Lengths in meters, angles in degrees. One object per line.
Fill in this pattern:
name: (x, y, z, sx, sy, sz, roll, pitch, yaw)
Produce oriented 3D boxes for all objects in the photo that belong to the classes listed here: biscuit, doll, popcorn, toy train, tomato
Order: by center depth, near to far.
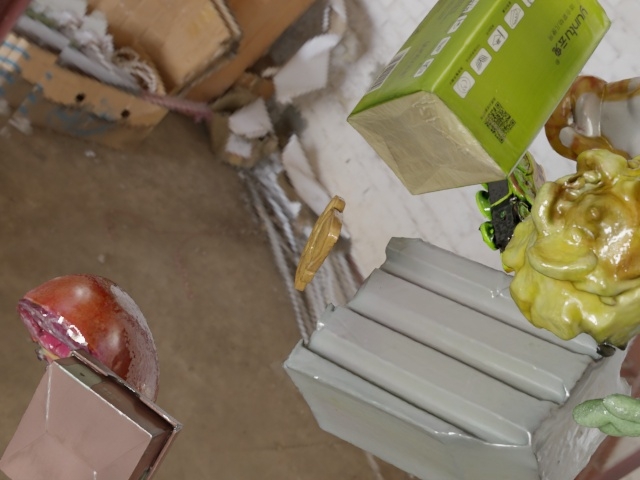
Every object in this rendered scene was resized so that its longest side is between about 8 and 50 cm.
doll: (0.332, 0.174, 0.933, 0.115, 0.150, 0.077, 37, 59, -27)
popcorn: (0.346, 0.004, 1.026, 0.215, 0.286, 0.252, 65, 10, 11)
biscuit: (0.000, 0.000, 1.422, 0.035, 0.162, 0.250, 21, -8, -7)
doll: (0.498, -0.203, 1.529, 0.162, 0.270, 0.166, -20, 114, -53)
toy train: (0.352, -0.062, 1.638, 0.160, 0.100, 0.296, 39, 36, -31)
tomato: (-0.383, 0.195, 1.654, 0.290, 0.334, 0.176, 28, 54, 36)

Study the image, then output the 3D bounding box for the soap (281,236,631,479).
soap: (0.220, 0.216, 1.447, 0.435, 0.212, 0.350, 20, 50, 36)

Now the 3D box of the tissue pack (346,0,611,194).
tissue pack: (0.200, -0.212, 1.157, 0.167, 0.200, 0.274, 46, 67, -20)

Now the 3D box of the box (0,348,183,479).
box: (-0.350, 0.308, 1.374, 0.215, 0.215, 0.086, 33, 10, 15)
